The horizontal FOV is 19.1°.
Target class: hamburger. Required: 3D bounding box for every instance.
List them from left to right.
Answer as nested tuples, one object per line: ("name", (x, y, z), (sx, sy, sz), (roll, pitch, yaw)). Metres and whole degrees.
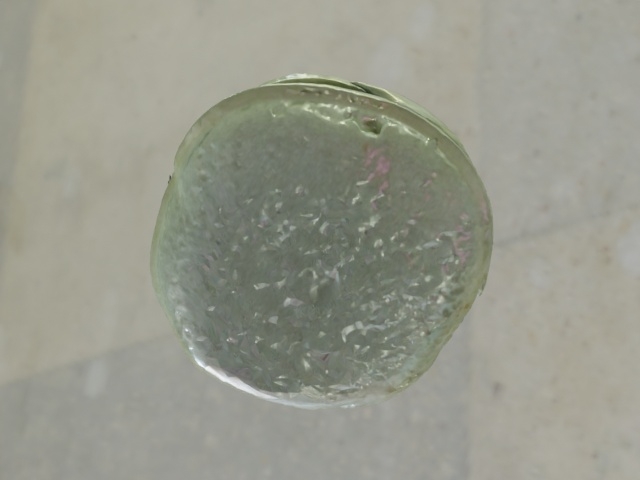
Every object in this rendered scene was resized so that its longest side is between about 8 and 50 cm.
("hamburger", (0.000, 0.000, 0.741), (0.062, 0.133, 0.140), (-64, -3, -66))
